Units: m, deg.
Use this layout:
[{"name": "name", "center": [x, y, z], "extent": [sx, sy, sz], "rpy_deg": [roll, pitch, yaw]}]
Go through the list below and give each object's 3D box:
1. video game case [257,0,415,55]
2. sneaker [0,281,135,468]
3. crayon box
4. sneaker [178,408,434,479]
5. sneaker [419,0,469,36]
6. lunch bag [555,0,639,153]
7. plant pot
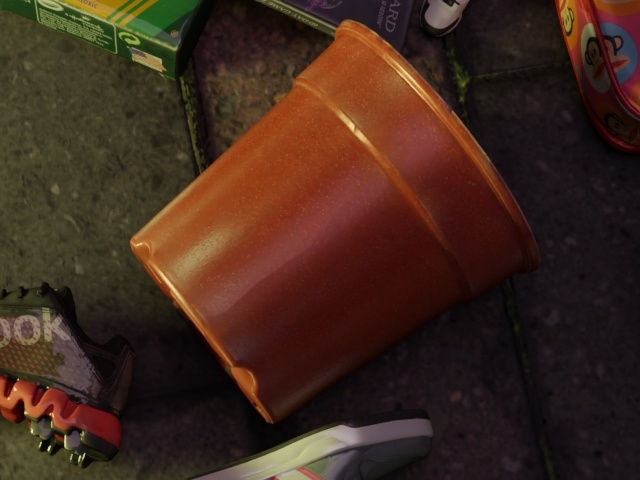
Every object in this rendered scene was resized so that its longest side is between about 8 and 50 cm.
[{"name": "video game case", "center": [-0.020, -0.306, 1.741], "extent": [0.274, 0.026, 0.196], "rpy_deg": [23, 71, -26]}, {"name": "sneaker", "center": [-0.282, 0.087, 1.619], "extent": [0.276, 0.097, 0.135], "rpy_deg": [23, 72, 1]}, {"name": "crayon box", "center": [-0.162, -0.335, 1.773], "extent": [0.202, 0.081, 0.319], "rpy_deg": [22, 71, 3]}, {"name": "sneaker", "center": [-0.017, 0.262, 1.570], "extent": [0.295, 0.124, 0.178], "rpy_deg": [-19, 76, -12]}, {"name": "sneaker", "center": [0.131, -0.243, 1.788], "extent": [0.040, 0.044, 0.109], "rpy_deg": [33, 74, 4]}, {"name": "lunch bag", "center": [0.372, -0.231, 1.763], "extent": [0.293, 0.120, 0.258], "rpy_deg": [-12, 73, -8]}, {"name": "plant pot", "center": [0.000, 0.000, 1.597], "extent": [0.265, 0.272, 0.272], "rpy_deg": [-38, 79, -7]}]
